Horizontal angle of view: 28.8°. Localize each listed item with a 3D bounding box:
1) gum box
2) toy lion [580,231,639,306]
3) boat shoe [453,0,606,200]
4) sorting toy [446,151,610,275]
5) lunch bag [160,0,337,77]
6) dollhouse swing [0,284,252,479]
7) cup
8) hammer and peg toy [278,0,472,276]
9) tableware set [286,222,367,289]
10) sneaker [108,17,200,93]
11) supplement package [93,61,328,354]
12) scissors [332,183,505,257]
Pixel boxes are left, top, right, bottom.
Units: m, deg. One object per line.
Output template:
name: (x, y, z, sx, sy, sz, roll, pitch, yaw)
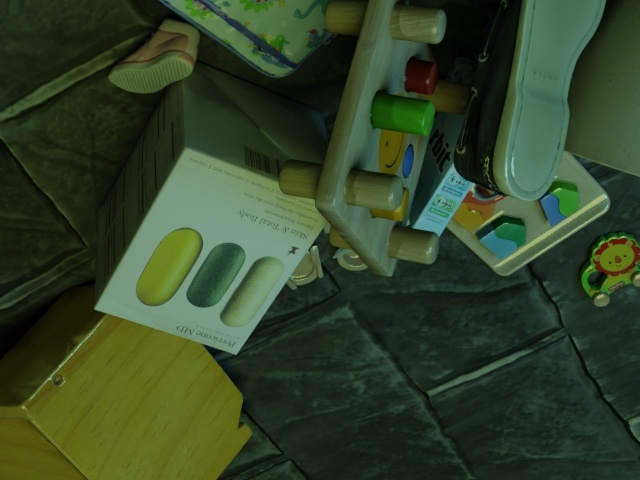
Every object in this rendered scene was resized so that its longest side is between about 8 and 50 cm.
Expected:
gum box: (0.158, -0.119, 1.510, 0.041, 0.157, 0.184, 20, 118, -19)
toy lion: (0.411, 0.035, 1.763, 0.100, 0.034, 0.096, -31, 119, 18)
boat shoe: (0.221, -0.213, 1.357, 0.127, 0.113, 0.340, 12, 88, -41)
sorting toy: (0.260, -0.054, 1.664, 0.193, 0.038, 0.208, -35, 124, 21)
lunch bag: (-0.073, -0.294, 1.397, 0.219, 0.090, 0.176, 35, 120, -28)
dollhouse swing: (-0.352, 0.237, 1.816, 0.315, 0.305, 0.347, -50, 129, -20)
cup: (0.425, -0.191, 1.427, 0.331, 0.331, 0.237, 13, 103, -17)
hammer and peg toy: (0.087, -0.161, 1.351, 0.127, 0.361, 0.266, 10, 165, 20)
tableware set: (0.000, 0.000, 1.689, 0.168, 0.020, 0.141, -19, 129, 8)
sneaker: (-0.192, -0.220, 1.474, 0.134, 0.070, 0.051, -10, 147, 41)
supplement package: (-0.134, -0.039, 1.525, 0.199, 0.198, 0.263, 20, 124, -22)
scissors: (0.148, -0.040, 1.633, 0.109, 0.021, 0.297, 44, 110, -4)
